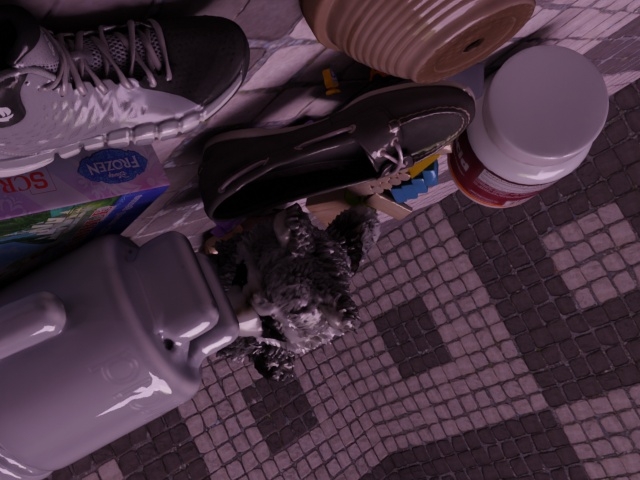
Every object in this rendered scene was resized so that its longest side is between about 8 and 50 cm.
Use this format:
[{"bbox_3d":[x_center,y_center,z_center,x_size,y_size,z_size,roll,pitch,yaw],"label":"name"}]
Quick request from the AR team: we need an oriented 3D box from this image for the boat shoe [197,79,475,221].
[{"bbox_3d":[0.016,-0.091,0.749,0.335,0.096,0.112,-11,150,16],"label":"boat shoe"}]

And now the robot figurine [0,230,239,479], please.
[{"bbox_3d":[-0.269,0.126,0.695,0.353,0.200,0.300,-28,154,1],"label":"robot figurine"}]

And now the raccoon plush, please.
[{"bbox_3d":[0.000,0.000,0.925,0.299,0.216,0.446,-36,-167,50],"label":"raccoon plush"}]

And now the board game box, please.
[{"bbox_3d":[-0.362,0.017,0.653,0.318,0.066,0.318,-20,170,-47],"label":"board game box"}]

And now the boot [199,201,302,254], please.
[{"bbox_3d":[-0.141,0.013,1.350,0.206,0.090,0.248,-23,168,-19],"label":"boot"}]

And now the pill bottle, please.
[{"bbox_3d":[0.370,-0.198,1.215,0.224,0.224,0.392,-27,173,0],"label":"pill bottle"}]

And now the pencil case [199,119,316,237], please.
[{"bbox_3d":[-0.069,-0.086,0.911,0.206,0.088,0.086,-28,153,15],"label":"pencil case"}]

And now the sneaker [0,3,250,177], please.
[{"bbox_3d":[-0.151,-0.115,0.432,0.228,0.086,0.132,-25,170,-12],"label":"sneaker"}]

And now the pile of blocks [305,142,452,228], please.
[{"bbox_3d":[0.119,-0.129,1.149,0.148,0.113,0.362,26,146,-25],"label":"pile of blocks"}]

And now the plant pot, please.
[{"bbox_3d":[0.110,-0.217,0.572,0.237,0.110,0.237,-28,173,-4],"label":"plant pot"}]

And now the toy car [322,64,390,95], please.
[{"bbox_3d":[0.059,-0.202,0.754,0.060,0.041,0.122,-7,-169,46],"label":"toy car"}]

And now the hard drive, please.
[{"bbox_3d":[0.123,-0.184,0.877,0.172,0.054,0.254,-18,-174,32],"label":"hard drive"}]
